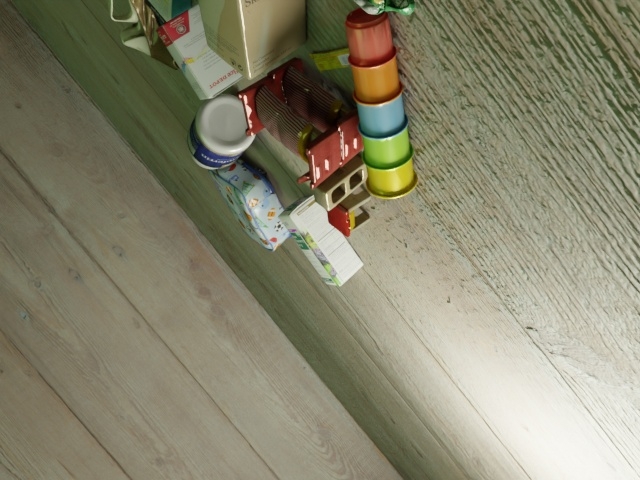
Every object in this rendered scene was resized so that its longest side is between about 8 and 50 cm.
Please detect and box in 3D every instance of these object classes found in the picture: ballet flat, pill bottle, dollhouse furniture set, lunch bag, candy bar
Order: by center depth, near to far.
[{"bbox_3d":[0.028,-0.313,0.969,0.161,0.018,0.040,17,146,57],"label":"candy bar"},{"bbox_3d":[-0.020,-0.157,1.158,0.201,0.152,0.374,40,159,26],"label":"dollhouse furniture set"},{"bbox_3d":[-0.455,-0.559,1.400,0.116,0.124,0.342,60,168,30],"label":"ballet flat"},{"bbox_3d":[-0.270,-0.276,1.489,0.153,0.153,0.265,53,161,-8],"label":"pill bottle"},{"bbox_3d":[-0.216,-0.122,1.721,0.243,0.115,0.303,36,158,39],"label":"lunch bag"}]

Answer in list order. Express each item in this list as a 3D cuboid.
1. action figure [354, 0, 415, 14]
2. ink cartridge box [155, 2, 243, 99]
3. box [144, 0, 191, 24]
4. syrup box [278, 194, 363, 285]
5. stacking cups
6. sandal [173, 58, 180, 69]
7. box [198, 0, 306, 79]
[{"bbox_3d":[0.034,-0.374,0.740,0.232,0.063,0.137,40,120,6],"label":"action figure"},{"bbox_3d":[-0.253,-0.415,1.229,0.072,0.127,0.175,17,142,59],"label":"ink cartridge box"},{"bbox_3d":[-0.333,-0.568,1.224,0.100,0.060,0.244,50,161,0],"label":"box"},{"bbox_3d":[0.000,0.000,1.493,0.236,0.096,0.093,54,161,-14],"label":"syrup box"},{"bbox_3d":[0.103,-0.216,0.908,0.096,0.096,0.316,34,150,38],"label":"stacking cups"},{"bbox_3d":[-0.326,-0.453,1.392,0.240,0.079,0.088,41,159,25],"label":"sandal"},{"bbox_3d":[-0.113,-0.427,0.880,0.121,0.148,0.311,43,161,19],"label":"box"}]
